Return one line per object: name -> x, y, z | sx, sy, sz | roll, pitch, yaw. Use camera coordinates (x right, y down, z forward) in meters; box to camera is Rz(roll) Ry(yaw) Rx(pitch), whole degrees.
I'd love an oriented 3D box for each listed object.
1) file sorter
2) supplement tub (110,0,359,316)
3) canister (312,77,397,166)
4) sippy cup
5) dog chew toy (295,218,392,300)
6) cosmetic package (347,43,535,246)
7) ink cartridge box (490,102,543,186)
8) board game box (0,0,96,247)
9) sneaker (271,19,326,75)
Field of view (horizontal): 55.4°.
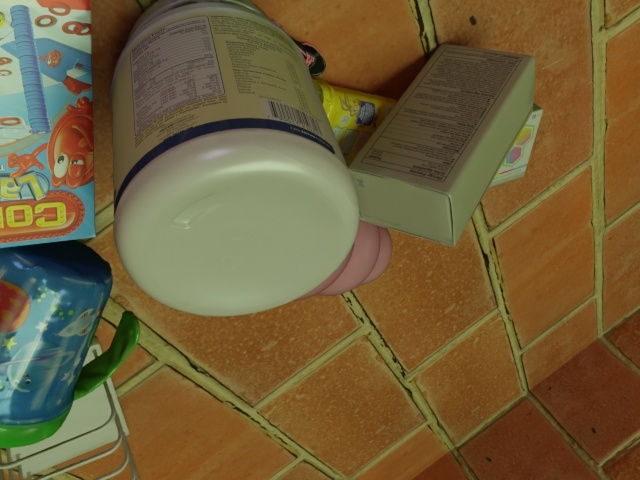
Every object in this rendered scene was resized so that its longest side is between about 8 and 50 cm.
file sorter -> -0.417, 0.339, 1.004 | 0.193, 0.173, 0.277 | -18, 136, -21
supplement tub -> -0.107, -0.108, 0.669 | 0.236, 0.324, 0.235 | -10, 139, -9
canister -> 0.037, -0.173, 0.940 | 0.170, 0.073, 0.126 | 1, 125, -39
sippy cup -> -0.390, 0.102, 0.783 | 0.224, 0.240, 0.305 | -58, 175, 7
dog chew toy -> 0.000, 0.000, 0.988 | 0.332, 0.206, 0.206 | 13, 119, -52
cosmetic package -> 0.189, -0.153, 0.907 | 0.309, 0.160, 0.113 | -54, 146, -27
ink cartridge box -> 0.346, -0.206, 1.144 | 0.109, 0.062, 0.209 | -18, 135, -21
board game box -> -0.395, -0.135, 0.615 | 0.309, 0.086, 0.301 | -9, 123, -31
sneaker -> -0.032, -0.251, 0.830 | 0.119, 0.057, 0.047 | 16, 114, -45
